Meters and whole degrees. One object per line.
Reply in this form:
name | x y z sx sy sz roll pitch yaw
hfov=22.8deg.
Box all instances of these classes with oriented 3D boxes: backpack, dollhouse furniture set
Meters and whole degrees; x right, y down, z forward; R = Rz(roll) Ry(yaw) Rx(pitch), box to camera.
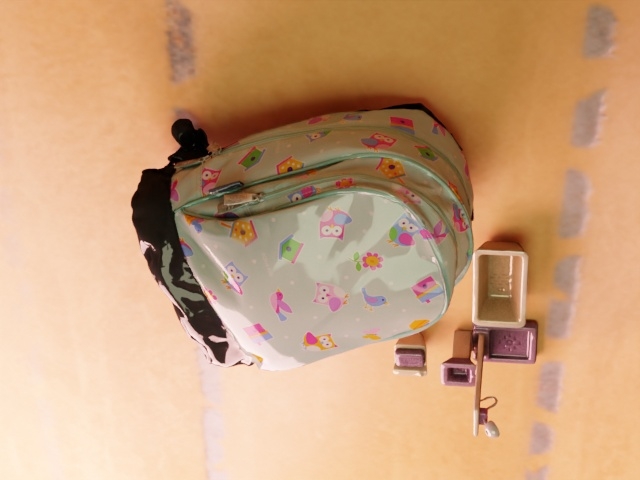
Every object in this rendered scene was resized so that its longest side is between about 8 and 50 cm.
backpack | 0.000 0.000 0.896 0.182 0.115 0.152 -16 126 20
dollhouse furniture set | 0.086 0.061 0.961 0.091 0.081 0.114 3 134 7
